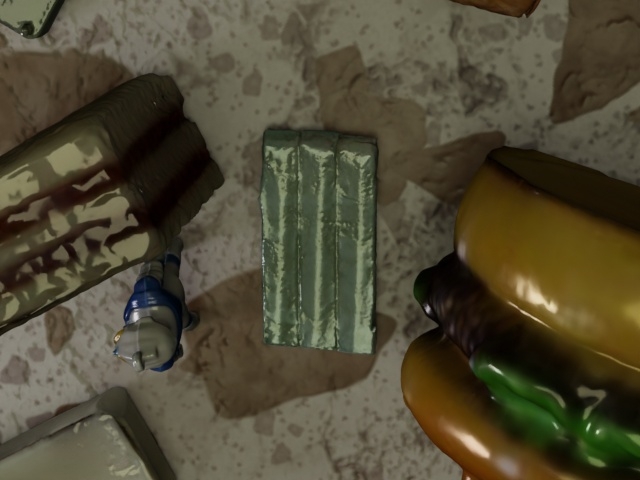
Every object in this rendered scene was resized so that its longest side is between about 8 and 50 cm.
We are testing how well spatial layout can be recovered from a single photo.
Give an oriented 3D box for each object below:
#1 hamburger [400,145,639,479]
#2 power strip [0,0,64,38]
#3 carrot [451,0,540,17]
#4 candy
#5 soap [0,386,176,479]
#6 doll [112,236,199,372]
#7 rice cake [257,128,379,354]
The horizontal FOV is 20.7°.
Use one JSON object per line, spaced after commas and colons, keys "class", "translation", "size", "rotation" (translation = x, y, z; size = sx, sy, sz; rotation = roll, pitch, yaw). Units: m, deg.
{"class": "hamburger", "translation": [0.269, 0.109, 1.496], "size": [0.396, 0.396, 0.277], "rotation": [17, 103, -2]}
{"class": "power strip", "translation": [-0.268, -0.307, 1.586], "size": [0.145, 0.061, 0.215], "rotation": [29, 102, 0]}
{"class": "carrot", "translation": [0.087, -0.283, 1.522], "size": [0.254, 0.196, 0.196], "rotation": [24, 103, -8]}
{"class": "candy", "translation": [-0.209, -0.038, 1.517], "size": [0.179, 0.320, 0.135], "rotation": [-28, 97, 12]}
{"class": "soap", "translation": [-0.248, 0.236, 1.710], "size": [0.183, 0.064, 0.121], "rotation": [-27, 102, 8]}
{"class": "doll", "translation": [-0.149, 0.066, 1.582], "size": [0.057, 0.227, 0.114], "rotation": [-5, 104, 4]}
{"class": "rice cake", "translation": [0.000, 0.000, 1.658], "size": [0.124, 0.038, 0.211], "rotation": [5, 103, 1]}
